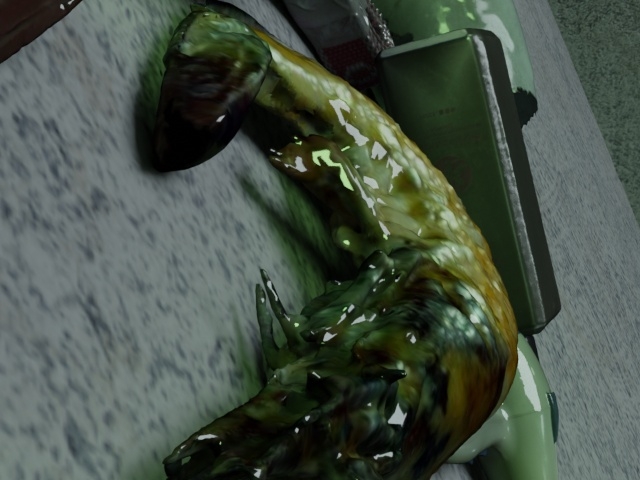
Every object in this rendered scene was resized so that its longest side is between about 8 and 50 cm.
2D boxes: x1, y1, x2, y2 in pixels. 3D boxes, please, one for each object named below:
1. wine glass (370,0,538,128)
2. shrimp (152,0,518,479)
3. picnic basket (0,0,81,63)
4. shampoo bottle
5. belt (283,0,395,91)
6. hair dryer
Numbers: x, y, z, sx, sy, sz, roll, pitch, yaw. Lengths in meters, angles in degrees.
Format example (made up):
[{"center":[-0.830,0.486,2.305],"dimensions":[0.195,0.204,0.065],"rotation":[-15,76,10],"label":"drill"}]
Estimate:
[{"center":[0.076,-0.225,1.094],"dimensions":[0.143,0.143,0.321],"rotation":[32,36,-60],"label":"wine glass"},{"center":[0.000,0.000,0.654],"dimensions":[0.272,0.085,0.445],"rotation":[54,21,-6],"label":"shrimp"},{"center":[-0.107,-0.151,0.395],"dimensions":[0.129,0.222,0.297],"rotation":[39,21,-6],"label":"picnic basket"},{"center":[0.108,-0.020,0.939],"dimensions":[0.079,0.080,0.246],"rotation":[-19,96,-70],"label":"shampoo bottle"},{"center":[-0.011,-0.184,0.928],"dimensions":[0.232,0.053,0.071],"rotation":[48,25,-43],"label":"belt"},{"center":[0.105,0.151,0.813],"dimensions":[0.199,0.067,0.167],"rotation":[-36,106,-62],"label":"hair dryer"}]
